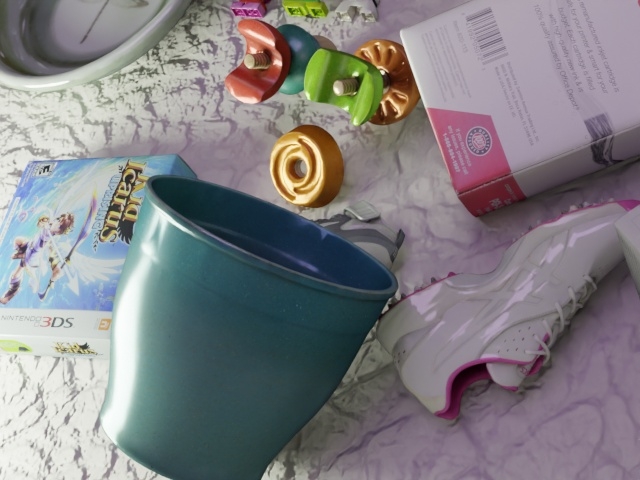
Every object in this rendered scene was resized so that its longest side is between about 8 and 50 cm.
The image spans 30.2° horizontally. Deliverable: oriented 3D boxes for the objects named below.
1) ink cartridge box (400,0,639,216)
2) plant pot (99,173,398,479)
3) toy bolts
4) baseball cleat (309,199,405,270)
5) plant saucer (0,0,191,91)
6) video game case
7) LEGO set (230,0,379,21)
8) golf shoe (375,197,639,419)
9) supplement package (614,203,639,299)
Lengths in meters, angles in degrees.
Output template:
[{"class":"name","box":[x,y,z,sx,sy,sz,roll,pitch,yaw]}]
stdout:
[{"class":"ink cartridge box","box":[0.256,-0.174,1.279,0.283,0.117,0.207,-21,72,13]},{"class":"plant pot","box":[-0.094,0.104,1.209,0.272,0.272,0.255,32,104,38]},{"class":"toy bolts","box":[0.007,-0.171,1.460,0.228,0.158,0.218,36,120,29]},{"class":"baseball cleat","box":[0.000,0.000,1.371,0.206,0.072,0.109,11,51,27]},{"class":"plant saucer","box":[-0.318,-0.359,1.736,0.401,0.100,0.400,-13,54,19]},{"class":"video game case","box":[-0.307,0.017,1.508,0.244,0.061,0.269,0,59,26]},{"class":"LEGO set","box":[-0.022,-0.360,1.596,0.227,0.087,0.093,9,64,30]},{"class":"golf shoe","box":[0.211,0.071,1.193,0.306,0.115,0.140,-30,61,14]},{"class":"supplement package","box":[0.422,0.074,1.027,0.178,0.175,0.293,-33,50,2]}]
